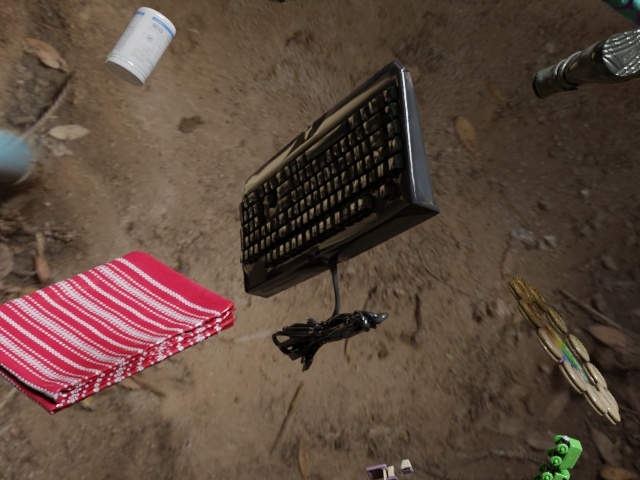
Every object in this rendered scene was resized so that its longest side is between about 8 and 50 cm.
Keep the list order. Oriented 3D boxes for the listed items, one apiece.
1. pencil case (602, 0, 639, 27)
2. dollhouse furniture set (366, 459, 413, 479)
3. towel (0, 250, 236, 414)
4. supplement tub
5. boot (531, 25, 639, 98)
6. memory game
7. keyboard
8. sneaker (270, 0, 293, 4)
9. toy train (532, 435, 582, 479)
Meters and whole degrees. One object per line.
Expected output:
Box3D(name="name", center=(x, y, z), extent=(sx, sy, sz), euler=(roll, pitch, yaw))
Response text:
Box3D(name="pencil case", center=(0.539, -0.422, 1.586), extent=(0.151, 0.070, 0.064), euler=(30, 58, -17))
Box3D(name="dollhouse furniture set", center=(0.150, 0.503, 1.796), extent=(0.091, 0.081, 0.114), euler=(-15, 125, 10))
Box3D(name="towel", center=(-0.257, 0.092, 1.068), extent=(0.199, 0.275, 0.031), euler=(26, 123, 32))
Box3D(name="supplement tub", center=(-0.282, -0.305, 1.440), extent=(0.071, 0.071, 0.107), euler=(30, 78, -2))
Box3D(name="boot", center=(0.449, -0.277, 1.401), extent=(0.246, 0.161, 0.083), euler=(-15, 92, -31))
Box3D(name="memory game", center=(0.257, 0.111, 0.967), extent=(0.012, 0.186, 0.186), euler=(-38, 94, 17))
Box3D(name="keyboard", center=(0.000, 0.000, 0.767), extent=(0.033, 0.317, 0.201), euler=(-4, 77, -27))
Box3D(name="sneaker", center=(-0.054, -0.457, 1.614), extent=(0.235, 0.090, 0.095), euler=(2, 71, -36))
Box3D(name="toy train", center=(0.188, 0.194, 0.745), extent=(0.023, 0.017, 0.083), euler=(19, 112, -3))
